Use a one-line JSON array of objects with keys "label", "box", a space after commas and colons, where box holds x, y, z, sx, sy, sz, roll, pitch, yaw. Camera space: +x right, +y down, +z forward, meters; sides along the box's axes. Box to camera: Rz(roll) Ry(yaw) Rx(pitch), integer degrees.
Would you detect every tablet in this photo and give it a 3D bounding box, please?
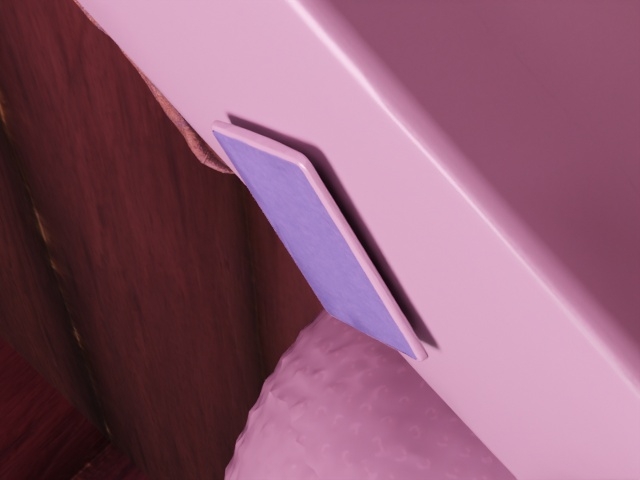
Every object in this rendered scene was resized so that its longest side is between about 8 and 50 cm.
[{"label": "tablet", "box": [0.000, 0.000, 0.527, 0.054, 0.006, 0.083, 25, 152, 53]}]

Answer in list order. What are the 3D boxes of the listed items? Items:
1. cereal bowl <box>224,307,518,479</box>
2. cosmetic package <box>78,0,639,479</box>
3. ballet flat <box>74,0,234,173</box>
[{"label": "cereal bowl", "box": [0.136, 0.104, 0.677, 0.339, 0.339, 0.141, 38, 131, 24]}, {"label": "cosmetic package", "box": [0.031, -0.132, 0.531, 0.385, 0.217, 0.156, 50, 163, -4]}, {"label": "ballet flat", "box": [-0.098, -0.158, 0.946, 0.106, 0.107, 0.316, 49, 167, 41]}]
